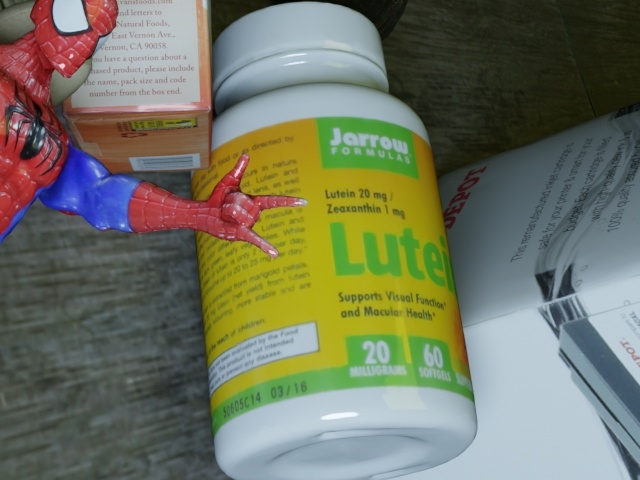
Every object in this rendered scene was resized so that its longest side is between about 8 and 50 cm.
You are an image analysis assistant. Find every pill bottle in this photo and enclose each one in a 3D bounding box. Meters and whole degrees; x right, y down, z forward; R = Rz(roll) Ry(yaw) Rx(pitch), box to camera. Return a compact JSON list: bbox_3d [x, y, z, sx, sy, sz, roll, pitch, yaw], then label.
[{"bbox_3d":[0.000,0.000,0.713,0.136,0.136,0.246,23,53,-50],"label":"pill bottle"}]

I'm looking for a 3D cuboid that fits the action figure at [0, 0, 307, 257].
[{"bbox_3d":[-0.114,0.034,0.405,0.091,0.139,0.280,42,66,-46],"label":"action figure"}]

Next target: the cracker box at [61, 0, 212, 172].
[{"bbox_3d":[-0.086,-0.157,0.616,0.156,0.067,0.232,132,-45,-83],"label":"cracker box"}]

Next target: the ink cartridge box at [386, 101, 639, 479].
[{"bbox_3d":[0.235,0.020,0.818,0.166,0.394,0.285,61,32,-16],"label":"ink cartridge box"}]

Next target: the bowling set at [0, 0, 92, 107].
[{"bbox_3d":[-0.226,-0.144,0.473,0.287,0.154,0.200,44,23,-51],"label":"bowling set"}]

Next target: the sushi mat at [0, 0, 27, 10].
[{"bbox_3d":[-0.165,-0.244,0.725,0.151,0.019,0.317,-13,83,-60],"label":"sushi mat"}]

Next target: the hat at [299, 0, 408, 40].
[{"bbox_3d":[0.016,-0.314,0.941,0.331,0.134,0.331,34,46,-43],"label":"hat"}]
